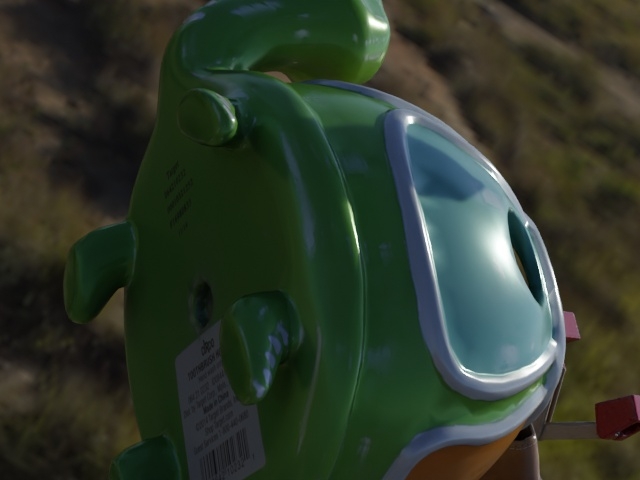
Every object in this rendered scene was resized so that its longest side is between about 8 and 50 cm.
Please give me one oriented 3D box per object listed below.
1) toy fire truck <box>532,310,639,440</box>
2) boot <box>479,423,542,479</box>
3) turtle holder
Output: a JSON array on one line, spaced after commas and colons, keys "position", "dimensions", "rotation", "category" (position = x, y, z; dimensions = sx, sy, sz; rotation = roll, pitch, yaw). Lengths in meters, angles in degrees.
[{"position": [0.207, 0.138, 1.780], "dimensions": [0.047, 0.192, 0.135], "rotation": [12, 62, -58], "category": "toy fire truck"}, {"position": [0.133, 0.220, 1.234], "dimensions": [0.109, 0.220, 0.283], "rotation": [-8, 30, -27], "category": "boot"}, {"position": [-0.004, 0.018, 1.057], "dimensions": [0.227, 0.243, 0.320], "rotation": [3, 36, -29], "category": "turtle holder"}]
